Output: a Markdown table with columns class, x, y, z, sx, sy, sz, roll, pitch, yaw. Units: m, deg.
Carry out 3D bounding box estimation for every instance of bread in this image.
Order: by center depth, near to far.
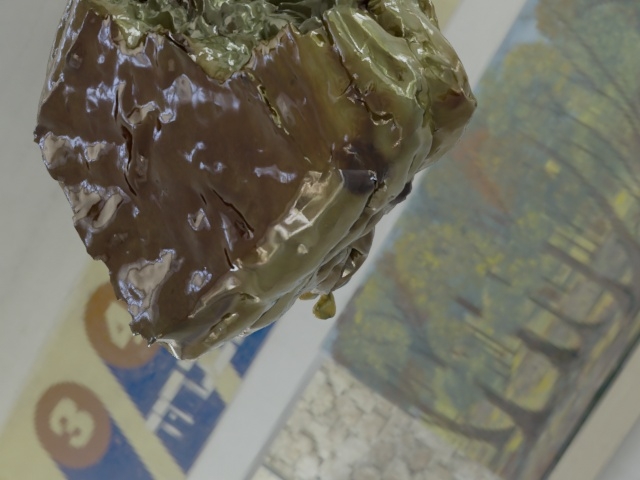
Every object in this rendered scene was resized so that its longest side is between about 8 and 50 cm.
| class | x | y | z | sx | sy | sz | roll | pitch | yaw |
| --- | --- | --- | --- | --- | --- | --- | --- | --- | --- |
| bread | -0.052 | -0.104 | 0.859 | 0.191 | 0.314 | 0.370 | -12 | -27 | -42 |

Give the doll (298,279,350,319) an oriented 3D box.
| class | x | y | z | sx | sy | sz | roll | pitch | yaw |
| --- | --- | --- | --- | --- | --- | --- | --- | --- | --- |
| doll | 0.000 | 0.000 | 1.228 | 0.089 | 0.102 | 0.179 | -2 | -65 | -28 |
